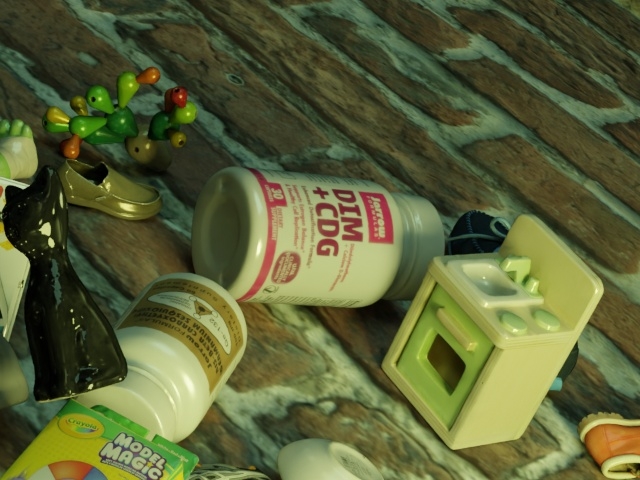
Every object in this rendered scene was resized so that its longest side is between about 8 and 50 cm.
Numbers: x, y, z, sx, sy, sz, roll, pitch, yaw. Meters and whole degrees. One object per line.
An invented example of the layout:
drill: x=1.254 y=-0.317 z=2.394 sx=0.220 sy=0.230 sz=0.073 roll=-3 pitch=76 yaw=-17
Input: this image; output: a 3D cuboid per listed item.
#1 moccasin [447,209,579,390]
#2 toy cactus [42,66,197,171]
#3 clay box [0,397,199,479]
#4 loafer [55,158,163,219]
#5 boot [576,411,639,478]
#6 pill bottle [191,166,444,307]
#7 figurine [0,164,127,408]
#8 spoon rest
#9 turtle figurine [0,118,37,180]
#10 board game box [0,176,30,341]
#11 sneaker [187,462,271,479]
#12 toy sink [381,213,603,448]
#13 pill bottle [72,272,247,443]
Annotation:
moccasin: x=0.274 y=0.056 z=2.143 sx=0.137 sy=0.117 sz=0.342 roll=9 pitch=32 yaw=-27
toy cactus: x=-0.239 y=-0.135 z=2.053 sx=0.180 sy=0.219 sz=0.112 roll=48 pitch=34 yaw=-55
clay box: x=-0.217 y=0.233 z=1.430 sx=0.127 sy=0.053 sz=0.222 roll=25 pitch=53 yaw=18
loafer: x=-0.261 y=-0.064 z=2.000 sx=0.148 sy=0.050 sz=0.056 roll=9 pitch=34 yaw=-24
boot: x=0.395 y=0.257 z=1.971 sx=0.158 sy=0.059 sz=0.085 roll=3 pitch=38 yaw=-20
pill bottle: x=0.000 y=0.000 z=1.978 sx=0.283 sy=0.160 sz=0.160 roll=4 pitch=35 yaw=-33
figurine: x=-0.298 y=0.052 z=1.531 sx=0.092 sy=0.215 sz=0.209 roll=-13 pitch=89 yaw=-55
spoon rest: x=0.027 y=0.286 z=1.618 sx=0.137 sy=0.084 sz=0.276 roll=29 pitch=13 yaw=-22
turtle figurine: x=-0.455 y=-0.096 z=1.757 sx=0.274 sy=0.198 sz=0.266 roll=37 pitch=26 yaw=16
board game box: x=-0.443 y=0.001 z=1.614 sx=0.305 sy=0.193 sz=0.053 roll=17 pitch=-6 yaw=-15
sneaker: x=-0.121 y=0.253 z=1.555 sx=0.215 sy=0.084 sz=0.083 roll=13 pitch=28 yaw=-40
toy sink: x=0.193 y=0.102 z=1.883 sx=0.131 sy=0.234 sz=0.153 roll=-2 pitch=39 yaw=-41
pill bottle: x=-0.168 y=0.136 z=1.654 sx=0.131 sy=0.131 sz=0.229 roll=27 pitch=29 yaw=3
